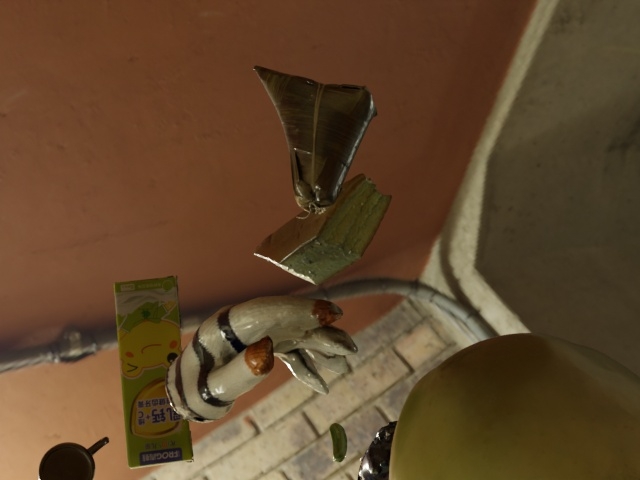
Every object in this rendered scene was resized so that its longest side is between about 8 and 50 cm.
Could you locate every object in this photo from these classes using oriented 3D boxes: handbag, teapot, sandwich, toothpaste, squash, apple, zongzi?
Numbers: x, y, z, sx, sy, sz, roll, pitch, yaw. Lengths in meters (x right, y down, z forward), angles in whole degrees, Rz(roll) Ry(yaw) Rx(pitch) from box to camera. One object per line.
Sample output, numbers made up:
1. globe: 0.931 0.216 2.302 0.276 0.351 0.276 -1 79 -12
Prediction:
1. handbag: 0.189 0.376 1.567 0.260 0.113 0.162 0 -45 -24
2. teapot: -0.346 0.314 1.255 0.121 0.076 0.068 -38 0 -16
3. sandwich: 0.000 0.000 1.441 0.094 0.096 0.258 32 -49 -28
4. toothpaste: -0.289 0.225 1.561 0.110 0.327 0.077 -5 -12 -10
5. squash: 0.027 0.300 1.334 0.027 0.089 0.027 -2 -66 -4
6. apple: 0.177 0.200 0.708 0.262 0.262 0.262 -22 -42 -21
7. zongzi: -0.039 -0.135 1.208 0.084 0.184 0.187 67 -136 -70

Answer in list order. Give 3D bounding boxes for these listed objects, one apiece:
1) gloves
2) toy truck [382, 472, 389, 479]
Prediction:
1. gloves: -0.066 0.113 0.967 0.219 0.131 0.140 -42 -35 26
2. toy truck: 0.071 0.425 1.382 0.126 0.113 0.208 -23 5 -41
